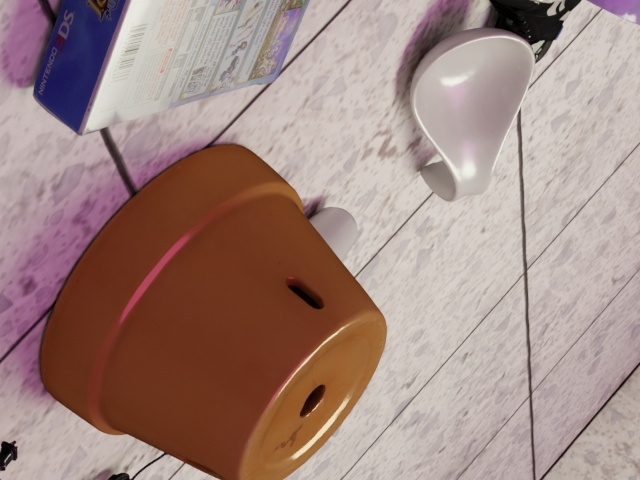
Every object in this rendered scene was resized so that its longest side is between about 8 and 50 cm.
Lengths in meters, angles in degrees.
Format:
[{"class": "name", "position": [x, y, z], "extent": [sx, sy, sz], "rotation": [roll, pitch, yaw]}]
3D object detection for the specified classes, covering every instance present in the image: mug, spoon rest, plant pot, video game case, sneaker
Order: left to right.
[{"class": "video game case", "position": [-0.078, -0.224, 1.381], "extent": [0.244, 0.061, 0.269], "rotation": [-21, 142, -52]}, {"class": "plant pot", "position": [-0.077, 0.087, 1.673], "extent": [0.291, 0.203, 0.291], "rotation": [-44, 157, -24]}, {"class": "mug", "position": [0.001, -0.003, 1.912], "extent": [0.064, 0.078, 0.062], "rotation": [-47, 127, -38]}, {"class": "spoon rest", "position": [0.154, -0.126, 1.953], "extent": [0.137, 0.084, 0.276], "rotation": [-17, 151, -11]}, {"class": "sneaker", "position": [0.208, -0.229, 1.931], "extent": [0.217, 0.079, 0.121], "rotation": [-14, 137, -59]}]

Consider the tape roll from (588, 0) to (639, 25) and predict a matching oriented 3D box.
[{"class": "tape roll", "position": [0.265, -0.288, 1.807], "extent": [0.080, 0.189, 0.189], "rotation": [-61, 157, 17]}]

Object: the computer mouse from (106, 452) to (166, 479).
[{"class": "computer mouse", "position": [-0.172, 0.213, 1.915], "extent": [0.242, 0.041, 0.071], "rotation": [-43, 152, -6]}]

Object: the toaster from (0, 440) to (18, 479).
[{"class": "toaster", "position": [-0.331, 0.267, 1.542], "extent": [0.227, 0.129, 0.146], "rotation": [-49, 163, -23]}]
